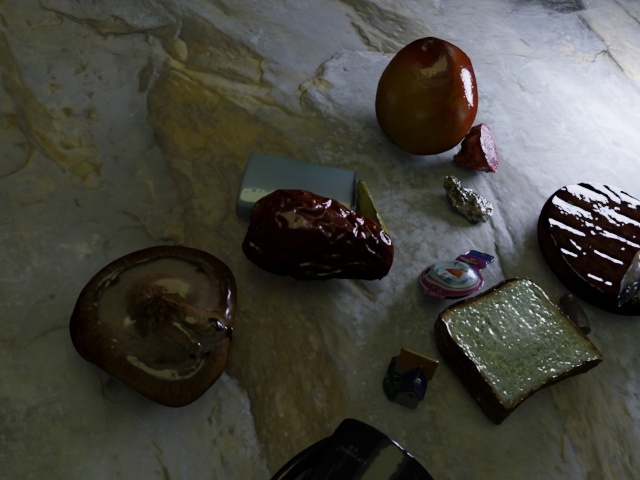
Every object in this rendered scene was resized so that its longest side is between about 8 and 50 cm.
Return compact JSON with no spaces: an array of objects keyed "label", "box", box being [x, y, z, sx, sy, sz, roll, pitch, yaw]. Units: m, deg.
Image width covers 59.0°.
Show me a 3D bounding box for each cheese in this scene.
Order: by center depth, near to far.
[{"label":"cheese","box":[0.337,0.078,1.380,0.155,0.062,0.244,22,38,39]}]

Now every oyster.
[{"label":"oyster","box":[0.399,-0.109,1.549,0.165,0.053,0.108,29,64,3]}]

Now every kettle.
[{"label":"kettle","box":[0.017,0.475,0.982,0.268,0.207,0.290,20,56,41]}]

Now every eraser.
[{"label":"eraser","box":[-0.055,-0.120,1.439,0.289,0.104,0.189,11,57,-2]}]

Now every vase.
[{"label":"vase","box":[0.616,0.181,1.374,0.053,0.053,0.101,5,49,-7]}]

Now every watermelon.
[{"label":"watermelon","box":[0.140,-0.059,1.443,0.075,0.092,0.182,3,44,-25]}]

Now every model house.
[{"label":"model house","box":[0.188,0.283,1.189,0.087,0.100,0.101,23,54,6]}]

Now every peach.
[{"label":"peach","box":[0.295,-0.402,1.572,0.307,0.332,0.308,-3,49,4]}]

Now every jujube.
[{"label":"jujube","box":[0.000,0.000,1.290,0.342,0.216,0.216,16,52,-9]}]

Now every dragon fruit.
[{"label":"dragon fruit","box":[0.444,-0.262,1.646,0.110,0.153,0.153,-10,46,30]}]

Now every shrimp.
[{"label":"shrimp","box":[0.815,0.129,1.349,0.198,0.051,0.262,43,53,16]}]

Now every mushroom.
[{"label":"mushroom","box":[-0.302,0.140,1.104,0.345,0.260,0.346,6,53,-7]}]

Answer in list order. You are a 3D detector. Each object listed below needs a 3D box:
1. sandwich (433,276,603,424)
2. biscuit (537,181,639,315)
[{"label":"sandwich","box":[0.425,0.232,1.274,0.301,0.099,0.271,-20,54,-21]},{"label":"biscuit","box":[0.767,0.019,1.499,0.407,0.091,0.408,7,53,-9]}]
